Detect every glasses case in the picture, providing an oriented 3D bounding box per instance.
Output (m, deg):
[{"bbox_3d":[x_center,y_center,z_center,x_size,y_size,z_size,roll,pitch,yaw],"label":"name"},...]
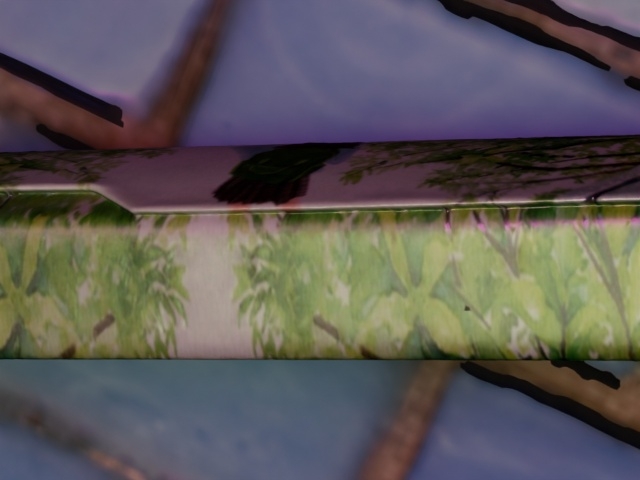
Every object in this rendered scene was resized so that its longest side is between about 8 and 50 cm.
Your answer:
[{"bbox_3d":[0.000,0.000,0.618,0.272,0.095,0.062,-1,99,17],"label":"glasses case"}]
